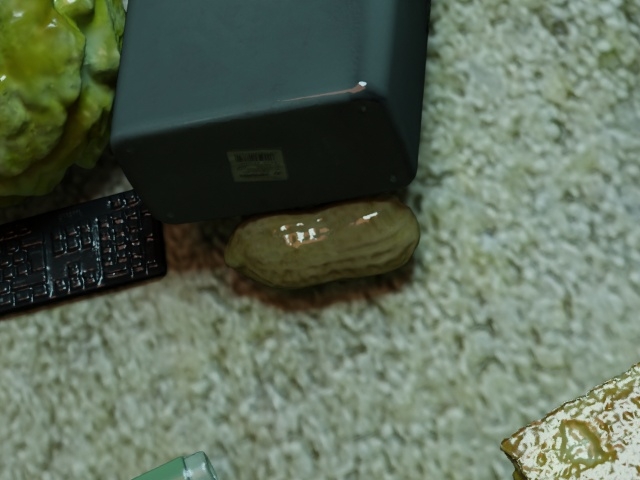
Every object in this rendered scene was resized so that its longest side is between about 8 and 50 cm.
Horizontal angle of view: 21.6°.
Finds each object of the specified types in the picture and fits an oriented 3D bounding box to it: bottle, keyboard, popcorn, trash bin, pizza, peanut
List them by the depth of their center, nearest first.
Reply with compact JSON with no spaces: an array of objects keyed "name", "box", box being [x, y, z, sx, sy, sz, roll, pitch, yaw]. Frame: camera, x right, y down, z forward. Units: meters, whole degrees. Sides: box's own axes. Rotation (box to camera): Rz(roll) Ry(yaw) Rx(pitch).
[{"name":"pizza","box":[0.159,0.116,0.826,0.134,0.046,0.175,19,68,23]},{"name":"bottle","box":[-0.095,0.140,0.892,0.083,0.030,0.030,-26,58,-1]},{"name":"peanut","box":[0.000,0.000,0.934,0.113,0.054,0.054,-8,60,14]},{"name":"trash bin","box":[-0.023,-0.131,0.961,0.177,0.101,0.236,-8,50,14]},{"name":"popcorn","box":[-0.192,-0.123,0.991,0.198,0.198,0.212,-5,35,13]},{"name":"keyboard","box":[-0.192,0.017,0.997,0.204,0.013,0.061,-14,60,8]}]
